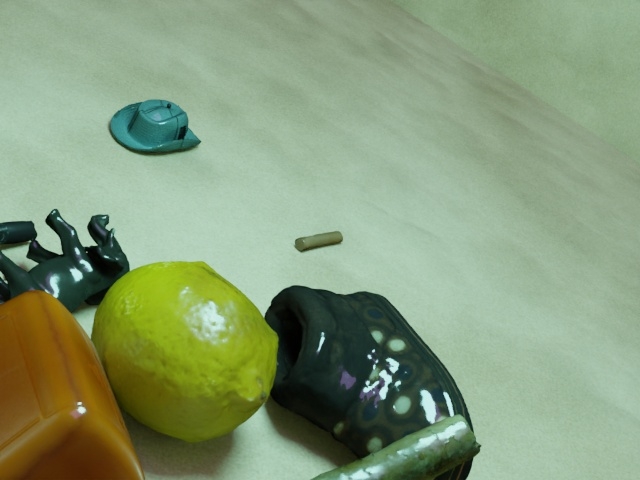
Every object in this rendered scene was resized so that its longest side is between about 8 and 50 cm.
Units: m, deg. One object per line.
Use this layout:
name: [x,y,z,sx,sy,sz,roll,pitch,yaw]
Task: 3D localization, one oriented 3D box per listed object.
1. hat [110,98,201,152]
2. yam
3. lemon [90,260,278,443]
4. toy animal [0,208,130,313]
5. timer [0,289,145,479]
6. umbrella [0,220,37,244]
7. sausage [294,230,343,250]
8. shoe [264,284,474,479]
hat: [-0.311,-0.231,2.067,0.190,0.078,0.138,-12,45,-46]
yam: [0.066,0.316,1.402,0.317,0.067,0.071,-24,56,-13]
lemon: [-0.184,0.149,1.445,0.288,0.234,0.233,28,29,26]
toy animal: [-0.382,0.044,1.573,0.146,0.115,0.245,40,57,12]
timer: [-0.311,0.221,1.269,0.257,0.161,0.250,57,-1,41]
umbrella: [-0.551,-0.001,1.538,0.118,0.118,0.340,42,25,25]
sausage: [0.000,0.000,1.998,0.116,0.026,0.026,-11,46,-46]
shoe: [0.053,0.216,1.566,0.237,0.171,0.384,6,37,-34]
